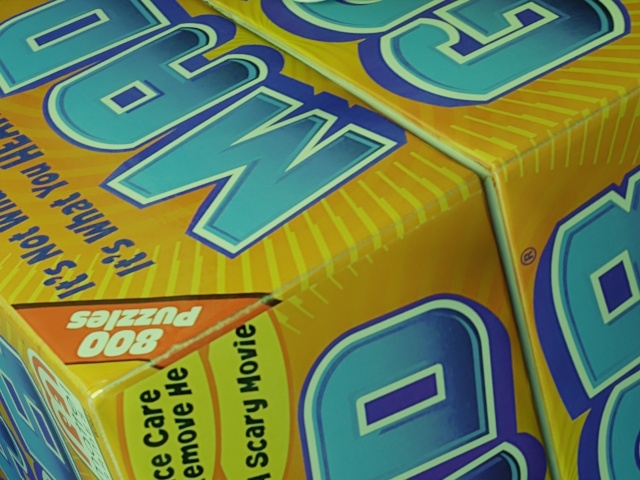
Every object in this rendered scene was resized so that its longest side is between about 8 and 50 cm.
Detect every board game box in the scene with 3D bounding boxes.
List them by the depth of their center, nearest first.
[{"bbox_3d":[0.017,0.048,0.916,0.356,0.356,0.356,36,150,51],"label":"board game box"}]

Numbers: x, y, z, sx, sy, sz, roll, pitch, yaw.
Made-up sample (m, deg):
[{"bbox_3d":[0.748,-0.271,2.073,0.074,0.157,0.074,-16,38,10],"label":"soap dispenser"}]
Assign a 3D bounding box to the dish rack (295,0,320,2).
[{"bbox_3d":[0.005,-0.277,0.727,0.286,0.072,0.332,-11,94,46],"label":"dish rack"}]
